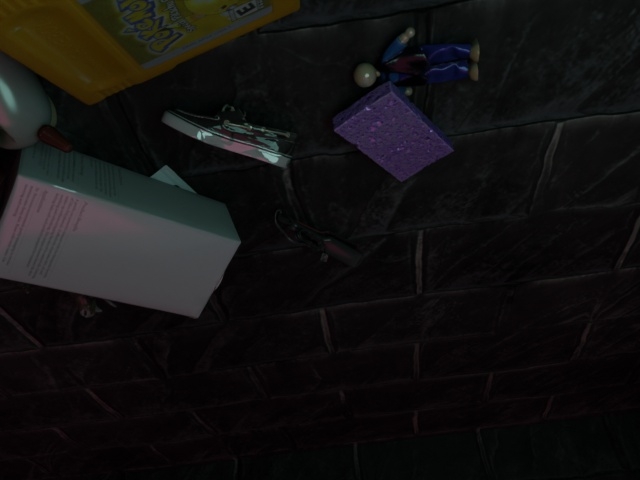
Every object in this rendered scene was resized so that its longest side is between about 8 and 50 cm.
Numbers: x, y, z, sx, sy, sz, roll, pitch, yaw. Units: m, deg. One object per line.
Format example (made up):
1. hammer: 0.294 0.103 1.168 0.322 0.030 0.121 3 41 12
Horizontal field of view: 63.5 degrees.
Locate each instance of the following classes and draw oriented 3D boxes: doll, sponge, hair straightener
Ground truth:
1. doll: 0.144 -0.271 0.797 0.189 0.046 0.129 -6 149 10
2. sponge: 0.129 -0.179 0.886 0.117 0.031 0.210 -28 144 31
3. hair straightener: 0.000 0.000 1.067 0.230 0.089 0.047 31 110 -31

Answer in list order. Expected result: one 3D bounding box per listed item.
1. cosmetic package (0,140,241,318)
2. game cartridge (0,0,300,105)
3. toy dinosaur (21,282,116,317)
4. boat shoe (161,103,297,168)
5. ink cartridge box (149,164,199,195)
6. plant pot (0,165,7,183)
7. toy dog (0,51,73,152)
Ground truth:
1. cosmetic package: -0.351 -0.010 0.903 0.366 0.155 0.197 20 114 -35
2. game cartridge: -0.177 -0.267 0.574 0.324 0.052 0.285 -27 180 -1
3. toy dinosaur: -0.520 0.015 1.031 0.161 0.121 0.313 -11 129 -19
4. boat shoe: -0.147 -0.185 0.855 0.220 0.078 0.070 16 101 -18
5. ink cartridge box: -0.325 -0.061 1.011 0.179 0.045 0.145 -36 133 6
6. plant pot: -0.681 -0.100 0.765 0.273 0.272 0.265 -25 127 22
7. toy dog: -0.408 -0.237 0.680 0.161 0.220 0.333 20 148 5
